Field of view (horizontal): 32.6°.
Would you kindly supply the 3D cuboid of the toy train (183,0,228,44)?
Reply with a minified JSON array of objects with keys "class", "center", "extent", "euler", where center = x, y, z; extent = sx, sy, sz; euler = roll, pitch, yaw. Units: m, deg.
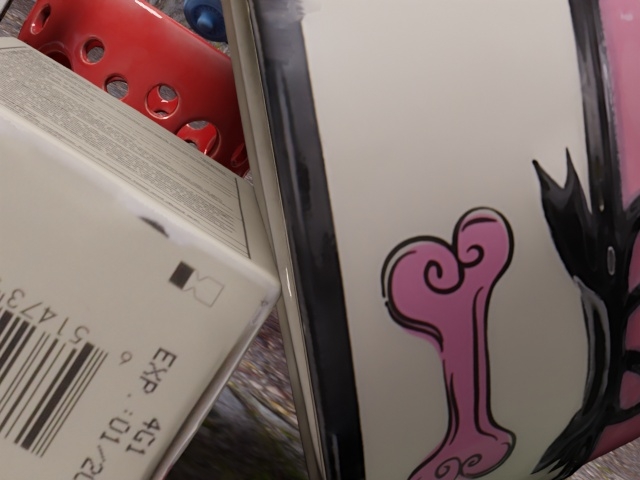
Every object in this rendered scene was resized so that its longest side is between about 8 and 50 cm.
[{"class":"toy train","center":[-0.031,-0.190,0.717],"extent":[0.105,0.080,0.184],"euler":[21,-35,10]}]

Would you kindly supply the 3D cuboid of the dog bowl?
[{"class":"dog bowl","center":[0.040,-0.062,0.513],"extent":[0.150,0.407,0.408],"euler":[-11,11,-4]}]

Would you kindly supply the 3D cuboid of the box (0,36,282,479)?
[{"class":"box","center":[-0.115,0.007,0.443],"extent":[0.149,0.126,0.232],"euler":[32,6,-10]}]

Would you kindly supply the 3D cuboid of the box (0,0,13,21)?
[{"class":"box","center":[-0.242,-0.147,0.633],"extent":[0.114,0.207,0.036],"euler":[32,6,-18]}]

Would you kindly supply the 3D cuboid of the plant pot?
[{"class":"plant pot","center":[-0.142,-0.080,0.785],"extent":[0.191,0.174,0.191],"euler":[32,7,-4]}]
